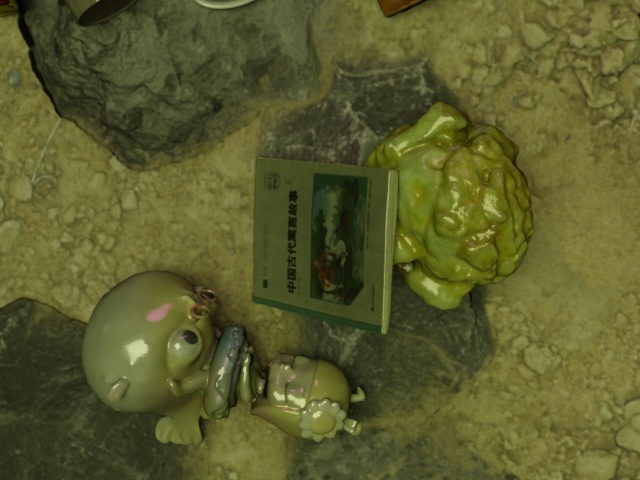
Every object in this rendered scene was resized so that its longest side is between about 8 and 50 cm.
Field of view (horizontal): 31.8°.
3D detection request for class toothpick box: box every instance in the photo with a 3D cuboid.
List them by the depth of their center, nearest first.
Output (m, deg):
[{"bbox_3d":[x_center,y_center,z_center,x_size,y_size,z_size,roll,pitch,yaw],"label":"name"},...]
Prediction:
[{"bbox_3d":[-0.336,-0.403,1.566,0.111,0.111,0.180,-31,88,11],"label":"toothpick box"}]

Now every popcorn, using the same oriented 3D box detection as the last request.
[{"bbox_3d":[0.161,-0.051,1.434,0.256,0.195,0.254,38,129,39],"label":"popcorn"}]

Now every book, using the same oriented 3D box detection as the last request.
[{"bbox_3d":[0.000,0.000,1.480,0.283,0.025,0.214,7,96,51],"label":"book"}]

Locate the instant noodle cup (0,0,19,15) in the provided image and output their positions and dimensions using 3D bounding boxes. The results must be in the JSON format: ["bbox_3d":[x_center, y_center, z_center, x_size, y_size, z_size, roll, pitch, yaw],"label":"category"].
[{"bbox_3d":[-0.504,-0.409,1.572,0.182,0.182,0.144,7,85,10],"label":"instant noodle cup"}]

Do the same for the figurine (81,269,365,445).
[{"bbox_3d":[-0.132,0.198,1.552,0.394,0.226,0.274,15,127,-1],"label":"figurine"}]

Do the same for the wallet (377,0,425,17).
[{"bbox_3d":[0.118,-0.413,1.483,0.161,0.042,0.195,-22,94,37],"label":"wallet"}]

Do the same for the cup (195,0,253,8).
[{"bbox_3d":[-0.132,-0.409,1.516,0.142,0.134,0.173,1,92,9],"label":"cup"}]
